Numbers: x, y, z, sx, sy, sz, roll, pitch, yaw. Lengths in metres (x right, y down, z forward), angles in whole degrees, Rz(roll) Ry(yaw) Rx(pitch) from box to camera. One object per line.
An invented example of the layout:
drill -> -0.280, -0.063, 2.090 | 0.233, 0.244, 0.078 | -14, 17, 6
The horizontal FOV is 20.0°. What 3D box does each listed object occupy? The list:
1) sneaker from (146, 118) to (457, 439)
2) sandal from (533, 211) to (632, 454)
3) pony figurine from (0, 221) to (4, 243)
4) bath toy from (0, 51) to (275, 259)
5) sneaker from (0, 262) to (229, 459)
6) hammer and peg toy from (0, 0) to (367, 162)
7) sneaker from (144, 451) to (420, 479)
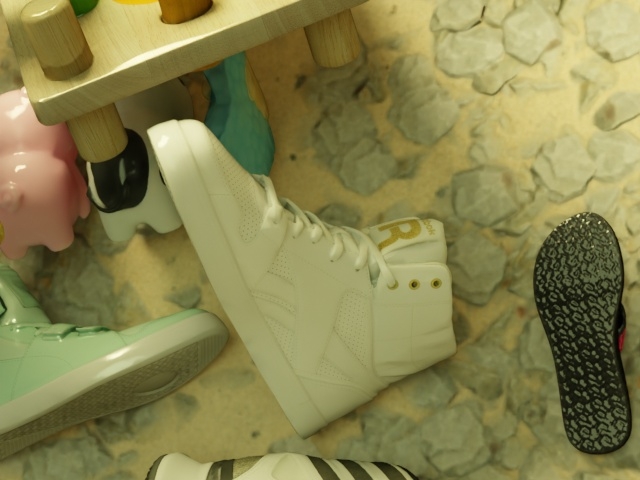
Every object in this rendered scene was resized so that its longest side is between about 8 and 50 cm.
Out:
sneaker -> 0.000, 0.000, 1.311 | 0.169, 0.292, 0.108 | -26, 38, 3
sandal -> 0.198, 0.069, 1.351 | 0.067, 0.040, 0.179 | -6, 88, 19
pony figurine -> -0.338, -0.146, 1.275 | 0.303, 0.351, 0.363 | -16, 69, -17
bath toy -> -0.218, -0.070, 1.448 | 0.348, 0.129, 0.151 | -13, 29, 12
sneaker -> -0.206, 0.067, 1.427 | 0.256, 0.094, 0.151 | -21, 68, 7
hammer and peg toy -> -0.117, -0.221, 1.381 | 0.266, 0.127, 0.361 | -22, 34, -3
sneaker -> 0.000, 0.297, 1.192 | 0.257, 0.169, 0.447 | -7, 39, 8
